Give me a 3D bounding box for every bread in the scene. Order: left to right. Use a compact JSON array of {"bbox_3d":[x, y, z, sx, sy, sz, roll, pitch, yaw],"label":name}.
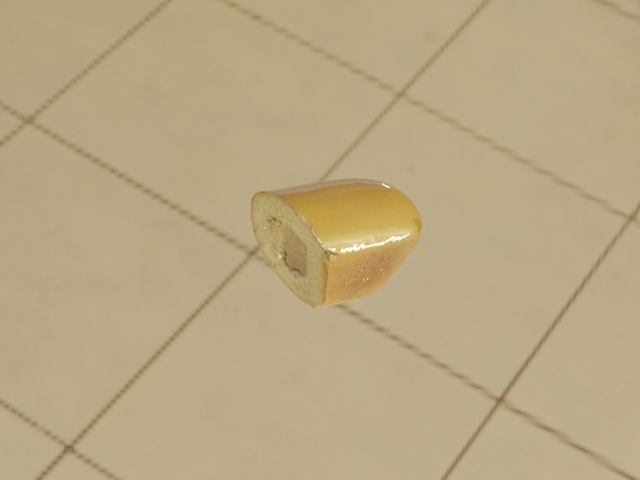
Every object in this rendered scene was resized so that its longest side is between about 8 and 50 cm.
[{"bbox_3d":[-0.001,0.001,0.717,0.049,0.062,0.103,48,29,21],"label":"bread"}]
